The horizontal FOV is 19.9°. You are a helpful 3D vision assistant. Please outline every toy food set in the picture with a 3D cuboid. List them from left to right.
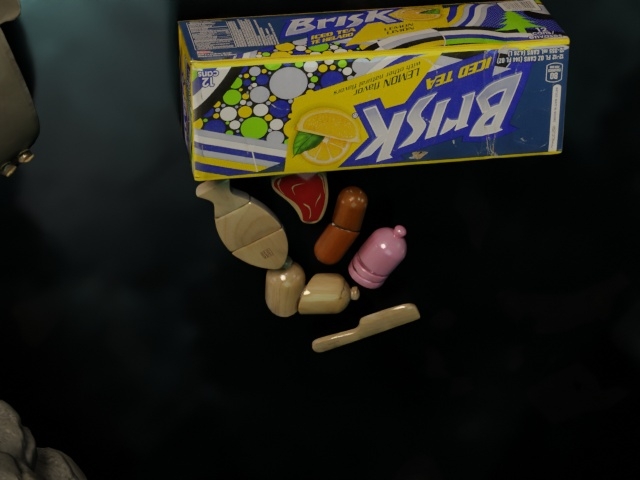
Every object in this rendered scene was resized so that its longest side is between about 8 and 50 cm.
[{"bbox_3d":[0.000,0.000,0.860,0.078,0.019,0.122,-19,131,11],"label":"toy food set"}]

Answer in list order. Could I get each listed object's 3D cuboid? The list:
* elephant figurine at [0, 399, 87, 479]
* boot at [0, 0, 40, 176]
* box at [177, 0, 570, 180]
[{"bbox_3d":[-0.200,0.196,0.819,0.239,0.169,0.186,-35,132,-1],"label":"elephant figurine"},{"bbox_3d":[-0.175,-0.003,0.808,0.137,0.077,0.198,-21,131,-15],"label":"boot"},{"bbox_3d":[0.023,-0.069,0.816,0.169,0.054,0.059,-4,119,-8],"label":"box"}]
